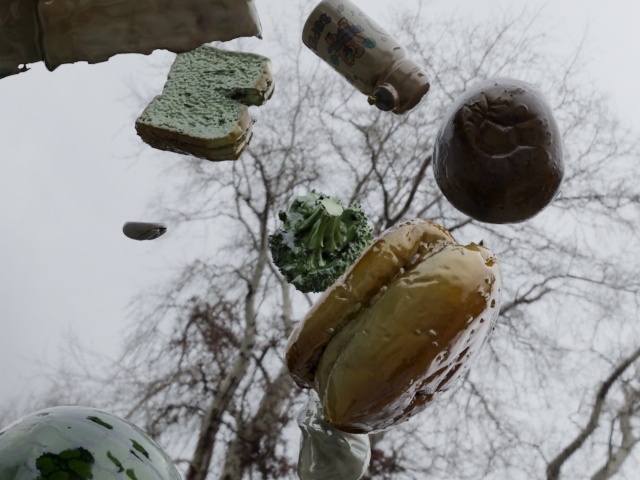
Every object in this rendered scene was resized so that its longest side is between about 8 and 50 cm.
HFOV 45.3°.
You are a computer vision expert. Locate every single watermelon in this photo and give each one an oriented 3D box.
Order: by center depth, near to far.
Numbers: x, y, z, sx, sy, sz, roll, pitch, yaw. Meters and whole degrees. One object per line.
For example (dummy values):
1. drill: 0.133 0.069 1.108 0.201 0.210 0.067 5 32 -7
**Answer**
1. watermelon: -0.360 0.422 1.109 0.363 0.363 0.363 17 -40 15

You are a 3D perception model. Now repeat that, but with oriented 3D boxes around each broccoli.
1. broccoli: -0.001 0.003 1.490 0.197 0.226 0.176 16 -78 12

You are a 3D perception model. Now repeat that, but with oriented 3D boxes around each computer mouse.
1. computer mouse: -0.349 -0.018 1.524 0.096 0.066 0.040 3 -89 29

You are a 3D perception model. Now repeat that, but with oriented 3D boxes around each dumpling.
1. dumpling: 0.012 0.290 1.110 0.108 0.188 0.127 -13 -59 29

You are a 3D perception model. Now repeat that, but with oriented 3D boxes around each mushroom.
1. mushroom: 0.263 -0.138 1.153 0.194 0.232 0.138 -17 -18 4

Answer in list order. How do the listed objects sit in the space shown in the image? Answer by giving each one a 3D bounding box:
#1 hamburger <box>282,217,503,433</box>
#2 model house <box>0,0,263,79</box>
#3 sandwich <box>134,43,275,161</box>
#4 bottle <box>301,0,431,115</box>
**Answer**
1. hamburger: 0.109 0.113 0.989 0.170 0.314 0.290 45 4 24
2. model house: -0.310 -0.389 0.831 0.445 0.395 0.400 -10 -69 -6
3. sandwich: -0.243 -0.305 1.700 0.248 0.273 0.095 14 -28 15
4. bottle: 0.070 -0.272 1.159 0.209 0.110 0.097 44 -34 15
